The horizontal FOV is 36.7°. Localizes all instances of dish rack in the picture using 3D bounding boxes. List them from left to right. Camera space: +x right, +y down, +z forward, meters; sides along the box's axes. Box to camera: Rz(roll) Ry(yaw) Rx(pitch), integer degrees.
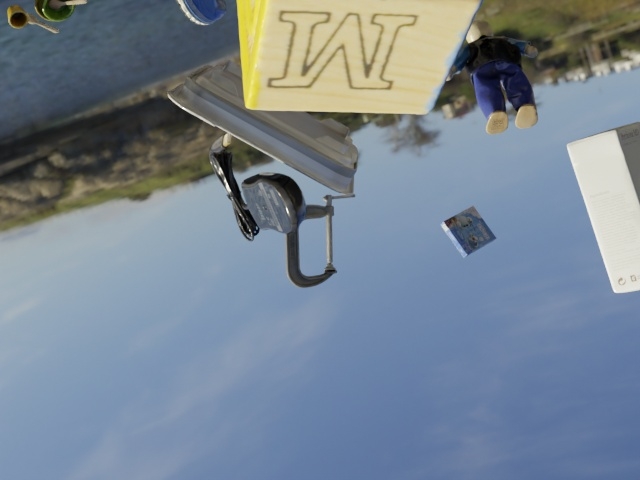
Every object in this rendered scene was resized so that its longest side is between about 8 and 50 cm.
[{"bbox_3d":[-0.074,-0.201,1.599,0.072,0.333,0.285,-59,-174,14],"label":"dish rack"}]

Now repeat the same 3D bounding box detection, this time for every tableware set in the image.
[{"bbox_3d":[-0.301,-0.302,1.078,0.104,0.024,0.154,16,120,-44],"label":"tableware set"}]

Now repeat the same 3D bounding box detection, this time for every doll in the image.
[{"bbox_3d":[0.222,-0.223,1.259,0.129,0.046,0.189,-11,-128,4],"label":"doll"}]

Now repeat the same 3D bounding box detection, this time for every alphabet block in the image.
[{"bbox_3d":[0.026,-0.251,0.950,0.197,0.192,0.193,-1,149,-12],"label":"alphabet block"}]

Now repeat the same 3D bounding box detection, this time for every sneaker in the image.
[{"bbox_3d":[-0.234,-0.546,1.860,0.147,0.130,0.330,-21,152,3],"label":"sneaker"}]

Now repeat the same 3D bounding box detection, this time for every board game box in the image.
[{"bbox_3d":[0.323,-0.020,2.099,0.090,0.090,0.020,-27,165,-27],"label":"board game box"}]

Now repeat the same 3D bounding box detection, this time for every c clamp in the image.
[{"bbox_3d":[0.000,0.000,1.611,0.137,0.160,0.022,1,-175,-34],"label":"c clamp"}]

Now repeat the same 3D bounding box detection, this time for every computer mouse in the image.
[{"bbox_3d":[-0.096,-0.098,1.556,0.060,0.184,0.262,-27,-173,-22],"label":"computer mouse"}]

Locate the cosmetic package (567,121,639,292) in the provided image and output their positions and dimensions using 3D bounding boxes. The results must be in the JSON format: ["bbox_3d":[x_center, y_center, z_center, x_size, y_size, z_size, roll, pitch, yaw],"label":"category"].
[{"bbox_3d":[0.451,-0.050,1.414,0.085,0.231,0.117,-16,-178,37],"label":"cosmetic package"}]
